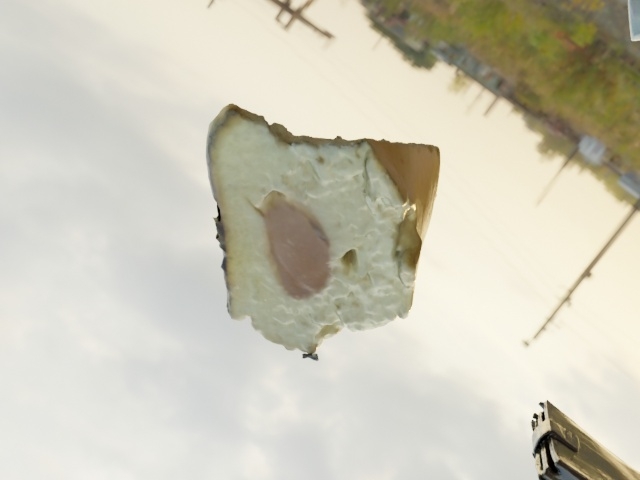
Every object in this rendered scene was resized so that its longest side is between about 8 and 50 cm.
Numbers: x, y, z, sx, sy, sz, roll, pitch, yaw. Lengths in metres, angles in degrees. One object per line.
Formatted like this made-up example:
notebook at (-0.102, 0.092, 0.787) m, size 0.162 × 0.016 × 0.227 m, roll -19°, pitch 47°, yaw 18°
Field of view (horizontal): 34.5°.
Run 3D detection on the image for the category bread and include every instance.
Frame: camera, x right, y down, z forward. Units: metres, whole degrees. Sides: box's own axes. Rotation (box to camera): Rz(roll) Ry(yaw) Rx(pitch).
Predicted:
bread at (-0.003, 0.006, 0.883) m, size 0.184 × 0.211 × 0.224 m, roll 9°, pitch -177°, yaw 11°

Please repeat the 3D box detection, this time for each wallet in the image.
wallet at (0.294, 0.252, 1.071) m, size 0.169 × 0.044 × 0.317 m, roll 35°, pitch -174°, yaw 7°

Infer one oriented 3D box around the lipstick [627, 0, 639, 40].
lipstick at (0.351, -0.207, 0.897) m, size 0.158 × 0.048 × 0.048 m, roll -5°, pitch -177°, yaw 17°
